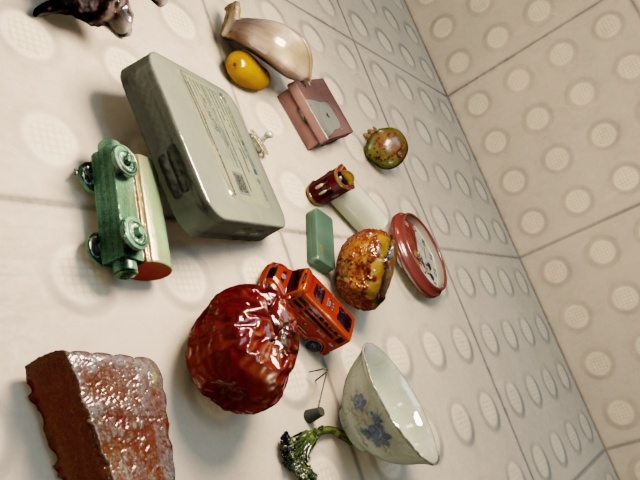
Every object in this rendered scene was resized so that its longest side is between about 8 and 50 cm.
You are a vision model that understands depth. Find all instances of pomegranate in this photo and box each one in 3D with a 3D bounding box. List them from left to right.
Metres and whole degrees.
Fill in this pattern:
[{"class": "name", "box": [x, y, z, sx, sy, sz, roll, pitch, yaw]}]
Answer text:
[{"class": "pomegranate", "box": [0.229, -0.347, 2.323, 0.159, 0.159, 0.205, 27, 18, -45]}]

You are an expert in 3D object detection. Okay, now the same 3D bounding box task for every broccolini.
[{"class": "broccolini", "box": [0.010, 0.463, 1.379, 0.272, 0.062, 0.123, 15, 63, -55]}]

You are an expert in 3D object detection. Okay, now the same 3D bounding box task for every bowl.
[{"class": "bowl", "box": [0.132, 0.407, 1.487, 0.313, 0.146, 0.313, 54, 12, -16]}]

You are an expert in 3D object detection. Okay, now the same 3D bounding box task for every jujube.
[{"class": "jujube", "box": [-0.144, 0.206, 1.221, 0.213, 0.213, 0.232, 45, 38, -26]}]

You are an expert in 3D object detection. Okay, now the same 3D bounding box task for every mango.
[{"class": "mango", "box": [-0.204, -0.481, 1.824, 0.184, 0.085, 0.102, 17, 50, -64]}]

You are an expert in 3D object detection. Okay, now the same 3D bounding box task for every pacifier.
[{"class": "pacifier", "box": [-0.155, -0.277, 1.741, 0.083, 0.064, 0.068, 56, 13, -9]}]

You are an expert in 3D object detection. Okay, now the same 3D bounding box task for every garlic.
[{"class": "garlic", "box": [-0.141, -0.570, 1.847, 0.325, 0.132, 0.279, 24, 17, -16]}]

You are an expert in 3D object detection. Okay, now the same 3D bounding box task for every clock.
[{"class": "clock", "box": [0.330, 0.051, 2.189, 0.318, 0.080, 0.318, 43, 31, -35]}]

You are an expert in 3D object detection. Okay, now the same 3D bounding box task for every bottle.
[{"class": "bottle", "box": [0.098, -0.119, 1.952, 0.245, 0.104, 0.104, 46, 33, -24]}]

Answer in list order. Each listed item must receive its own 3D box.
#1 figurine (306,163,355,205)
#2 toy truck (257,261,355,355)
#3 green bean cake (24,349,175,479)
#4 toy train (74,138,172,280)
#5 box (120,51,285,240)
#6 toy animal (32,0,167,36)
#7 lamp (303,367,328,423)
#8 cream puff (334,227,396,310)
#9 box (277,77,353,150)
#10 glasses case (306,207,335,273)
[{"class": "figurine", "box": [0.028, -0.161, 1.830, 0.098, 0.154, 0.082, -24, 86, -57]}, {"class": "toy truck", "box": [-0.032, 0.151, 1.510, 0.252, 0.114, 0.107, 48, 33, -23]}, {"class": "green bean cake", "box": [-0.327, 0.287, 0.962, 0.199, 0.097, 0.232, 15, 53, -53]}, {"class": "toy train", "box": [-0.357, -0.053, 1.207, 0.177, 0.116, 0.285, 31, 39, -59]}, {"class": "box", "box": [-0.247, -0.192, 1.427, 0.395, 0.111, 0.396, 67, 17, 10]}, {"class": "toy animal", "box": [-0.520, -0.571, 1.320, 0.344, 0.194, 0.302, 52, 25, -9]}, {"class": "lamp", "box": [-0.005, 0.350, 1.441, 0.041, 0.054, 0.121, 39, 37, -34]}, {"class": "cream puff", "box": [0.120, 0.074, 1.730, 0.164, 0.240, 0.240, 21, 39, -5]}, {"class": "box", "box": [-0.016, -0.408, 2.043, 0.215, 0.086, 0.215, 60, 29, -1]}, {"class": "glasses case", "box": [0.000, 0.000, 1.764, 0.078, 0.039, 0.184, 35, 39, -38]}]
